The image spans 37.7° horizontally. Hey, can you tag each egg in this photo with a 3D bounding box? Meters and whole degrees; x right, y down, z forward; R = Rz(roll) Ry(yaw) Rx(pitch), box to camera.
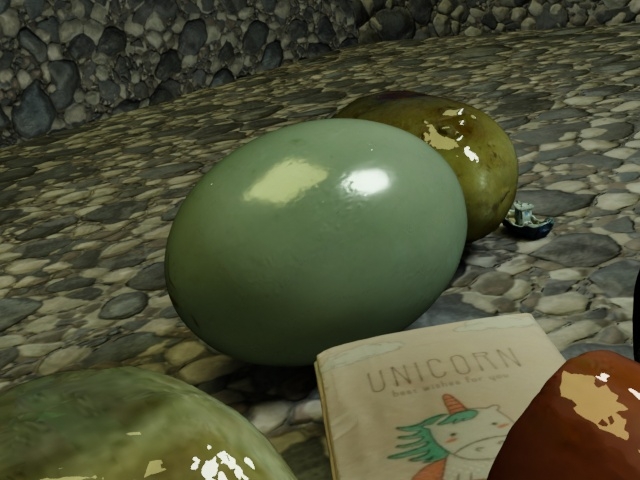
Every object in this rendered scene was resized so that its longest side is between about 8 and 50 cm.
[{"bbox_3d":[0.000,0.000,0.802,0.283,0.203,0.203,-23,21,-28],"label":"egg"}]

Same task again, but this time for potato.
[{"bbox_3d":[0.095,-0.078,1.054,0.210,0.173,0.307,-16,15,-25],"label":"potato"}]

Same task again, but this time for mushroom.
[{"bbox_3d":[-0.087,0.150,0.441,0.190,0.164,0.267,-11,17,-2],"label":"mushroom"}]

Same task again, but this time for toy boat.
[{"bbox_3d":[0.226,-0.026,1.045,0.038,0.038,0.083,-17,20,-23],"label":"toy boat"}]

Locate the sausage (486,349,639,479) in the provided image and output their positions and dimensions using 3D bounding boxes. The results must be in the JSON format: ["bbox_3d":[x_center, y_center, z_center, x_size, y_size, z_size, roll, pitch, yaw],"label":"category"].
[{"bbox_3d":[0.178,0.144,0.310,0.259,0.113,0.113,33,39,29],"label":"sausage"}]

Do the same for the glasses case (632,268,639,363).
[{"bbox_3d":[0.232,0.086,0.546,0.075,0.122,0.314,0,18,10],"label":"glasses case"}]

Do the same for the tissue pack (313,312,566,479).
[{"bbox_3d":[0.091,0.136,0.546,0.170,0.071,0.325,-11,18,0],"label":"tissue pack"}]
